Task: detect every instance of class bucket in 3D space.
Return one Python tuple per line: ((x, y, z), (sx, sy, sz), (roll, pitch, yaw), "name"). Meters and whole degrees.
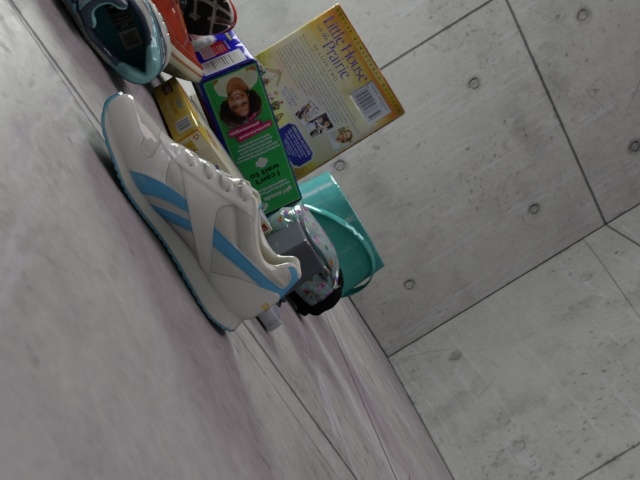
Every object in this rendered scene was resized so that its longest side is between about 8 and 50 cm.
((0.000, 0.000, 1.608), (0.281, 0.183, 0.281), (58, 2, -3), "bucket")

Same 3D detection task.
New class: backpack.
((-0.036, 0.024, 1.311), (0.182, 0.115, 0.152), (54, 6, -32), "backpack")

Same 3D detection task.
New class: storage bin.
((-0.055, 0.023, 1.170), (0.098, 0.091, 0.135), (58, 1, -20), "storage bin")

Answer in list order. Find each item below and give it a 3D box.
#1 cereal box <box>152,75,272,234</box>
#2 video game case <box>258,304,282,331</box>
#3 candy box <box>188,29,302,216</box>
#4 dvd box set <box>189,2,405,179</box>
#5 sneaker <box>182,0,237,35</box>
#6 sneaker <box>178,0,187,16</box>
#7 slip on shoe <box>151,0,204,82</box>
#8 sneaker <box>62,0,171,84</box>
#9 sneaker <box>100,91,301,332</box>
((-0.170, -0.126, 1.204), (0.240, 0.047, 0.173), (57, 1, -43), "cereal box")
((-0.118, -0.004, 0.940), (0.183, 0.023, 0.201), (57, 2, -29), "video game case")
((-0.163, -0.244, 1.507), (0.268, 0.122, 0.317), (-122, -171, -53), "candy box")
((-0.054, -0.322, 1.804), (0.308, 0.420, 0.062), (57, 2, -1), "dvd box set")
((-0.258, -0.462, 1.480), (0.279, 0.107, 0.118), (22, 17, 31), "sneaker")
((-0.271, -0.456, 1.327), (0.125, 0.139, 0.341), (38, -34, 34), "sneaker")
((-0.246, -0.325, 1.129), (0.123, 0.101, 0.331), (22, -7, 15), "slip on shoe")
((-0.260, -0.308, 0.875), (0.283, 0.110, 0.122), (57, 5, -30), "sneaker")
((-0.106, -0.036, 0.666), (0.229, 0.092, 0.087), (57, 3, -11), "sneaker")
